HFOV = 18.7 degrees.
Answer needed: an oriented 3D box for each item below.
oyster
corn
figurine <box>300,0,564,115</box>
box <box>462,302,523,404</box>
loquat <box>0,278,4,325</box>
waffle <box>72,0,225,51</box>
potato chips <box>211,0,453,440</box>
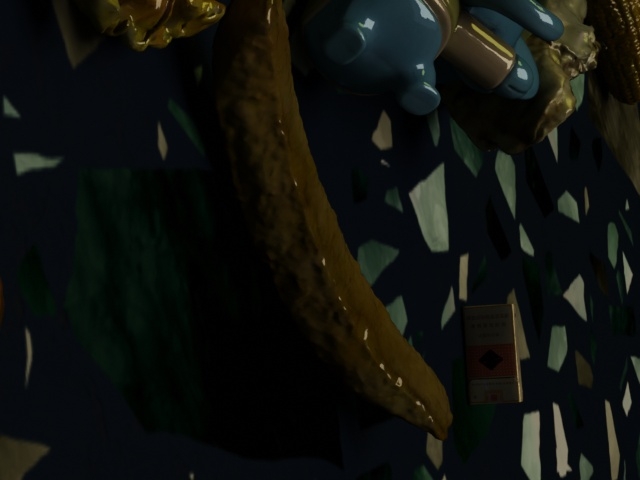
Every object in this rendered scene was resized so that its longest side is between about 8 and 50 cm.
[{"bbox_3d":[0.160,-0.191,1.626,0.110,0.166,0.341,35,48,-21],"label":"oyster"},{"bbox_3d":[0.316,-0.230,2.064,0.068,0.068,0.207,-71,146,-42],"label":"corn"},{"bbox_3d":[0.086,-0.166,1.426,0.262,0.180,0.153,-66,174,-56],"label":"figurine"},{"bbox_3d":[0.145,0.096,1.644,0.012,0.046,0.083,3,83,-70],"label":"box"},{"bbox_3d":[-0.211,0.008,0.721,0.234,0.176,0.187,48,60,-50],"label":"loquat"},{"bbox_3d":[-0.113,-0.270,1.109,0.302,0.068,0.325,-55,136,-55],"label":"waffle"},{"bbox_3d":[0.000,0.000,1.304,0.057,0.080,0.407,-89,160,-51],"label":"potato chips"}]
